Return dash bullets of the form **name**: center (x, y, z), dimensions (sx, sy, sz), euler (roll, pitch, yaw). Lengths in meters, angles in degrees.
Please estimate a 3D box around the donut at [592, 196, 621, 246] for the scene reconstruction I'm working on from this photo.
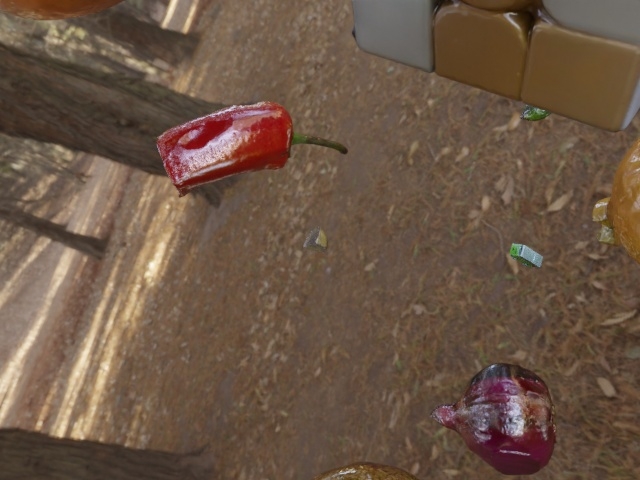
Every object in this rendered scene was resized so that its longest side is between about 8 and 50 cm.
- **donut**: center (0.612, -0.042, 1.193), dimensions (0.043, 0.108, 0.097), euler (-1, 29, 44)

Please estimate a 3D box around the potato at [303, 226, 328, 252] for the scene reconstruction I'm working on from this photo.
- **potato**: center (0.000, -0.001, 0.994), dimensions (0.037, 0.036, 0.093), euler (-65, 11, -13)

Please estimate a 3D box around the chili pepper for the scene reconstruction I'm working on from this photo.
- **chili pepper**: center (-0.115, -0.186, 1.006), dimensions (0.134, 0.338, 0.131), euler (135, 116, -78)

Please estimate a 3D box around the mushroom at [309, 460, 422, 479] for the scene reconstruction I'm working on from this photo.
- **mushroom**: center (0.074, 0.503, 0.807), dimensions (0.345, 0.239, 0.345), euler (-11, 64, 23)

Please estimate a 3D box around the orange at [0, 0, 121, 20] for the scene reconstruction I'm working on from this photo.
- **orange**: center (-0.344, -0.494, 0.699), dimensions (0.326, 0.424, 0.423), euler (23, 89, 28)

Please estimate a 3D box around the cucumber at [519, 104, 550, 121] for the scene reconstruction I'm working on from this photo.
- **cucumber**: center (0.503, -0.318, 1.181), dimensions (0.227, 0.069, 0.069), euler (-39, 22, -11)

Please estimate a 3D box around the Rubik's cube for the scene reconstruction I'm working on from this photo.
- **Rubik's cube**: center (0.247, -0.384, 0.575), dimensions (0.344, 0.347, 0.346), euler (27, 67, 25)

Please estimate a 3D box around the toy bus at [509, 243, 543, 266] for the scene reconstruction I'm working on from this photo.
- **toy bus**: center (0.430, 0.032, 1.172), dimensions (0.037, 0.083, 0.031), euler (6, 75, 53)

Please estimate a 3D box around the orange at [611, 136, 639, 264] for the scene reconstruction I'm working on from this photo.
- **orange**: center (0.646, -0.078, 0.906), dimensions (0.340, 0.293, 0.340), euler (-45, 21, 22)

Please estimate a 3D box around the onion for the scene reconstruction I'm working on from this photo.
- **onion**: center (0.300, 0.323, 0.990), dimensions (0.218, 0.195, 0.139), euler (-7, 41, 21)
